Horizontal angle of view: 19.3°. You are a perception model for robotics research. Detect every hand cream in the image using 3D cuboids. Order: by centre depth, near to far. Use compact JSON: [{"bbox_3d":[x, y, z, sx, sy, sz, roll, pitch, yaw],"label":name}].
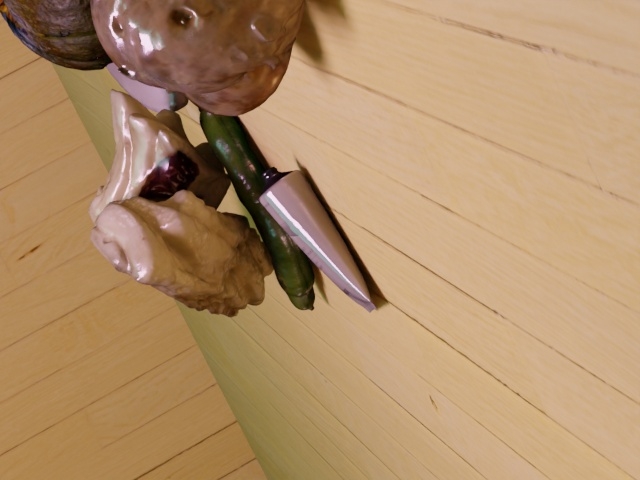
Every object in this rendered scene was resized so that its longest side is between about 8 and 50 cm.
[{"bbox_3d":[0.000,0.000,1.990,0.186,0.054,0.087,54,174,3],"label":"hand cream"}]

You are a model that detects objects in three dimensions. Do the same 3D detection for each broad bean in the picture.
[{"bbox_3d":[-0.073,-0.050,2.221,0.292,0.049,0.144,62,176,3],"label":"broad bean"}]

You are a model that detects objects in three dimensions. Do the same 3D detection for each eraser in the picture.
[{"bbox_3d":[-0.244,-0.258,2.434,0.204,0.059,0.243,61,166,-8],"label":"eraser"}]

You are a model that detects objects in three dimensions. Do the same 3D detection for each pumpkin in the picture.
[{"bbox_3d":[-0.281,-0.332,2.032,0.320,0.192,0.320,55,167,19],"label":"pumpkin"}]

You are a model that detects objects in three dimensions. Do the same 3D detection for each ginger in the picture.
[{"bbox_3d":[-0.163,-0.237,1.571,0.375,0.176,0.256,34,173,-20],"label":"ginger"}]

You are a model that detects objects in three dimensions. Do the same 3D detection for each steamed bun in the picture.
[{"bbox_3d":[-0.175,-0.046,2.281,0.247,0.189,0.428,31,180,17],"label":"steamed bun"}]
